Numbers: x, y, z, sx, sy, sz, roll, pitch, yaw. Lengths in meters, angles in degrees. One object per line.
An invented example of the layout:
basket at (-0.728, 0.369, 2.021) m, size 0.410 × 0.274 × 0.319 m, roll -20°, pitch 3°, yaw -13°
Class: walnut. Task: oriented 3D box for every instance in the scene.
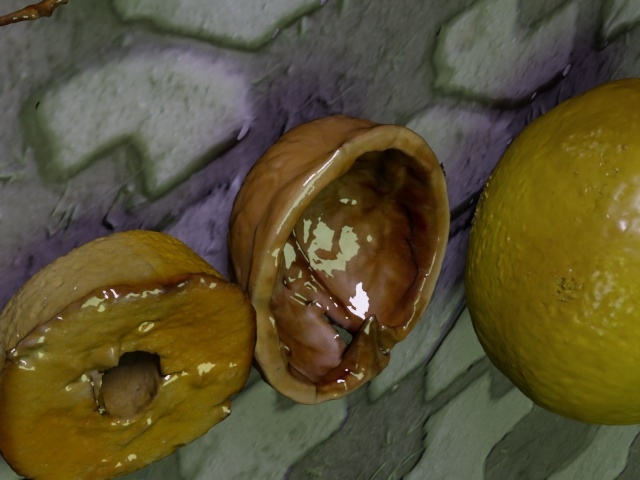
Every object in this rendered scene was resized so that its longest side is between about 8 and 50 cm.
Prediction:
walnut at (-0.002, -0.002, 1.154) m, size 0.167 × 0.087 × 0.211 m, roll -35°, pitch 142°, yaw -25°

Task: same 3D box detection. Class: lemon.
lemon at (0.221, 0.009, 1.337) m, size 0.236 × 0.236 × 0.263 m, roll -9°, pitch 116°, yaw -50°

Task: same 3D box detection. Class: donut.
donut at (-0.121, 0.066, 1.078) m, size 0.162 × 0.065 × 0.178 m, roll -7°, pitch 138°, yaw -30°

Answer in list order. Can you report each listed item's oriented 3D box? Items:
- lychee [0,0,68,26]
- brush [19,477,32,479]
lychee at (-0.098, -0.170, 0.795) m, size 0.114 × 0.101 × 0.140 m, roll 0°, pitch 118°, yaw -15°
brush at (-0.252, 0.179, 1.033) m, size 0.301 × 0.071 × 0.084 m, roll -15°, pitch 134°, yaw -43°
